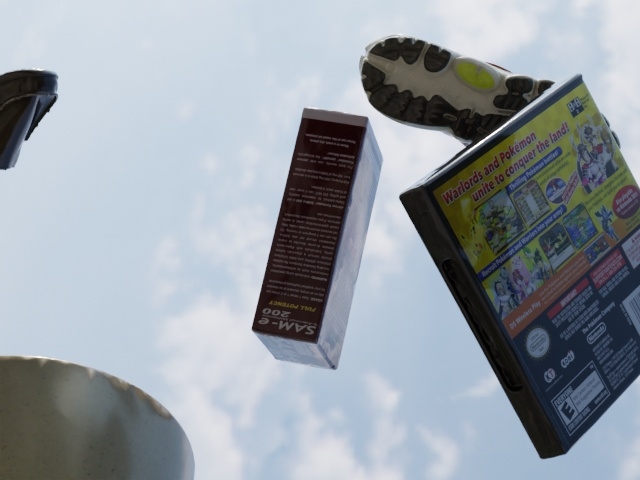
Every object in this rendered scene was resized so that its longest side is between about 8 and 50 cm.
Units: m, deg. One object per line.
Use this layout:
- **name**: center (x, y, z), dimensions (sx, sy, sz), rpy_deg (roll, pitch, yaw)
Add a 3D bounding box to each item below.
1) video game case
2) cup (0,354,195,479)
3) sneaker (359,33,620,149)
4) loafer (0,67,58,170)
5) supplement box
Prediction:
- **video game case**: center (0.206, 0.013, 1.354), dimensions (0.035, 0.275, 0.248), rpy_deg (-22, -81, 44)
- **cup**: center (-0.279, 0.301, 1.432), dimensions (0.331, 0.331, 0.237), rpy_deg (-47, -148, 34)
- **sneaker**: center (0.171, -0.131, 1.550), dimensions (0.279, 0.118, 0.107), rpy_deg (28, -79, 0)
- **loafer**: center (-0.358, -0.117, 1.785), dimensions (0.220, 0.080, 0.078), rpy_deg (-39, -115, 40)
- **supplement box**: center (0.000, 0.000, 1.610), dimensions (0.073, 0.130, 0.239), rpy_deg (9, -106, 12)
